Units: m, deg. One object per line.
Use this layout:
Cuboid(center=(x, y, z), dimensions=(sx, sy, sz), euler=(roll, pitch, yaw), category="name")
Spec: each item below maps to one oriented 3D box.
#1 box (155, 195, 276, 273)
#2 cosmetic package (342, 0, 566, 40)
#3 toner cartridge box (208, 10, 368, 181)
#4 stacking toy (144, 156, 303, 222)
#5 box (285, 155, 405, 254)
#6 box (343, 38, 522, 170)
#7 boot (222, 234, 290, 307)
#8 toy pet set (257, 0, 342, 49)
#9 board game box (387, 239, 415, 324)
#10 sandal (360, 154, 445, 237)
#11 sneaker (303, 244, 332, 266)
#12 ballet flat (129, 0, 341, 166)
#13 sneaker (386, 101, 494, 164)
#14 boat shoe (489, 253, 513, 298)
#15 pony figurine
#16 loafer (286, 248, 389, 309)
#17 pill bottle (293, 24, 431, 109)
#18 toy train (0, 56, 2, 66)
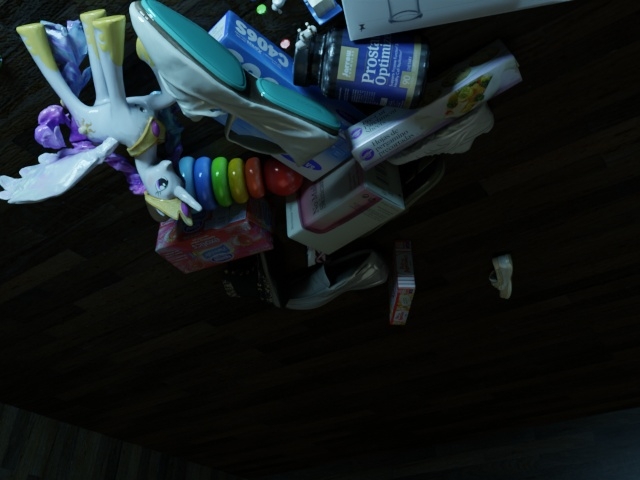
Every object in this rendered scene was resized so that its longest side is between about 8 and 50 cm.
Cuboid(center=(-0.243, -0.029, 1.397), dimensions=(0.256, 0.128, 0.122), euler=(-16, 141, 21), category="box")
Cuboid(center=(0.198, -0.450, 0.824), dimensions=(0.377, 0.097, 0.284), euler=(-7, 147, 11), category="cosmetic package")
Cuboid(center=(-0.083, -0.254, 1.120), dimensions=(0.347, 0.075, 0.165), euler=(29, 136, -34), category="toner cartridge box")
Cuboid(center=(-0.200, -0.125, 1.275), dimensions=(0.330, 0.141, 0.141), euler=(-6, 145, -1), category="stacking toy")
Cuboid(center=(0.046, -0.095, 1.273), dimensions=(0.126, 0.149, 0.232), euler=(24, 138, -38), category="box")
Cuboid(center=(0.198, -0.241, 1.077), dimensions=(0.324, 0.067, 0.063), euler=(-28, 136, 14), category="box")
Cuboid(center=(-0.185, 0.071, 1.568), dimensions=(0.178, 0.085, 0.236), euler=(5, 126, 26), category="boot")
Cuboid(center=(-0.033, -0.367, 0.956), dimensions=(0.114, 0.122, 0.065), euler=(-33, 164, 8), category="toy pet set")
Cuboid(center=(0.211, 0.113, 1.575), dimensions=(0.045, 0.147, 0.193), euler=(1, 144, -1), category="board game box")
Cuboid(center=(0.161, -0.089, 1.323), dimensions=(0.302, 0.120, 0.086), euler=(-30, 149, 35), category="sandal")
Cuboid(center=(0.000, 0.000, 1.500), dimensions=(0.077, 0.072, 0.178), euler=(-8, 154, -8), category="sneaker")
Cuboid(center=(-0.144, -0.227, 0.969), dimensions=(0.400, 0.139, 0.139), euler=(25, 138, -34), category="ballet flat")
Cuboid(center=(0.241, -0.199, 1.186), dimensions=(0.232, 0.090, 0.115), euler=(-23, 142, 31), category="sneaker")
Cuboid(center=(0.491, 0.098, 1.628), dimensions=(0.059, 0.063, 0.170), euler=(-4, 135, 11), category="boat shoe")
Cuboid(center=(-0.377, -0.198, 1.036), dimensions=(0.351, 0.303, 0.364), euler=(8, 125, 28), category="pony figurine")
Cuboid(center=(0.025, 0.098, 1.598), dimensions=(0.319, 0.112, 0.111), euler=(-22, 133, 19), category="loafer")
Cuboid(center=(0.067, -0.296, 1.011), dimensions=(0.219, 0.123, 0.123), euler=(7, 145, 0), category="pill bottle")
Cuboid(center=(-0.616, -0.331, 1.070), dimensions=(0.083, 0.017, 0.024), euler=(12, 154, -16), category="toy train")
